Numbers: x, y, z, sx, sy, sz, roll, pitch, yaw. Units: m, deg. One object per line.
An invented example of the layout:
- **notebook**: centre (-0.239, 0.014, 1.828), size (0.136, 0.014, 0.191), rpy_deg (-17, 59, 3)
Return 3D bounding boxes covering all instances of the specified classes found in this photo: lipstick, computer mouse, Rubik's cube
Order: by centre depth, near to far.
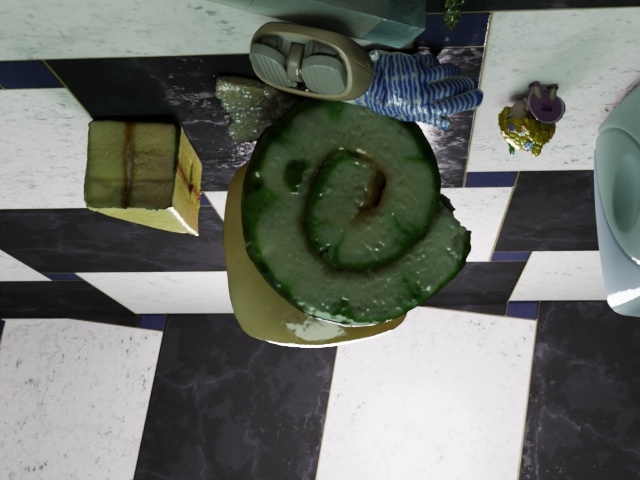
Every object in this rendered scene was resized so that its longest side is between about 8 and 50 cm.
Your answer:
- **lipstick**: centre (-0.024, -0.306, 1.160), size (0.317, 0.066, 0.068), rpy_deg (8, 165, -25)
- **computer mouse**: centre (-0.009, -0.229, 1.256), size (0.145, 0.082, 0.236), rpy_deg (13, -173, 10)
- **Rubik's cube**: centre (0.643, -0.066, 1.481), size (0.352, 0.351, 0.347), rpy_deg (0, 166, -5)

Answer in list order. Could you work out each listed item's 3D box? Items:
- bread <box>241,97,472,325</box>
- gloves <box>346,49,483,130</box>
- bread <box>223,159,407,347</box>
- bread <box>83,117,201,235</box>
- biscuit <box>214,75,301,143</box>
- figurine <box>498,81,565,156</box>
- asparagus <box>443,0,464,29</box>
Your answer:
- **bread**: centre (0.062, -0.050, 1.530), size (0.382, 0.366, 0.129), rpy_deg (16, -172, -6)
- **gloves**: centre (0.123, -0.221, 1.398), size (0.229, 0.097, 0.119), rpy_deg (3, 128, 1)
- **bread**: centre (0.000, 0.000, 1.729), size (0.348, 0.376, 0.253), rpy_deg (-2, -175, -10)
- **bread**: centre (-0.317, -0.104, 1.748), size (0.163, 0.167, 0.264), rpy_deg (1, 166, 3)
- **biscuit**: centre (-0.095, -0.212, 1.586), size (0.133, 0.032, 0.250), rpy_deg (-1, 164, 1)
- **figurine**: centre (0.333, -0.175, 1.551), size (0.095, 0.114, 0.156), rpy_deg (15, 164, -12)
- **asparagus**: centre (0.184, -0.319, 1.175), size (0.034, 0.027, 0.236), rpy_deg (14, 163, -6)
